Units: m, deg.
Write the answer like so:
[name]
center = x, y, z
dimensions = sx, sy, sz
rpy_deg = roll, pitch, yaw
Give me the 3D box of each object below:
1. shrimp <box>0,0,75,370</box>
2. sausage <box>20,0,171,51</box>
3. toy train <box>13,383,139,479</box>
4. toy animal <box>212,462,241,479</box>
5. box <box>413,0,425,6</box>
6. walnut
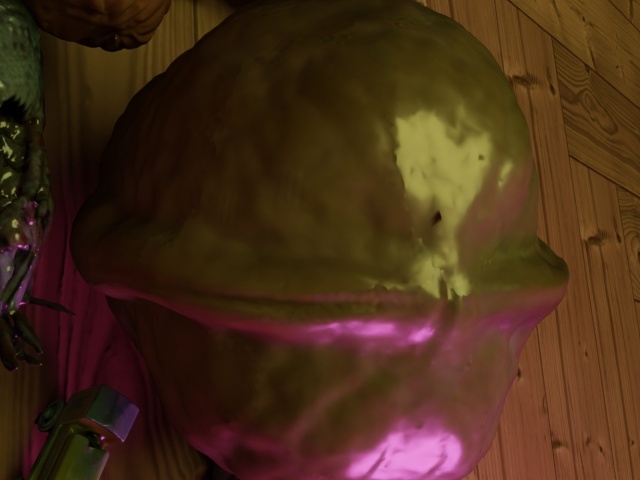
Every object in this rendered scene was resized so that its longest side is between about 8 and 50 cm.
[shrimp]
center = -0.244, -0.013, 0.566
dimensions = 0.172, 0.137, 0.372
rpy_deg = 42, 35, -60
[sausage]
center = -0.205, -0.282, 0.701
dimensions = 0.121, 0.121, 0.304
rpy_deg = 0, 62, -54
[toy train]
center = -0.180, 0.159, 0.656
dimensions = 0.050, 0.081, 0.122
rpy_deg = 44, 45, -28
[toy animal]
center = -0.038, 0.233, 0.804
dimensions = 0.168, 0.106, 0.343
rpy_deg = 46, 44, -23
[box]
center = 0.017, -0.127, 0.904
dimensions = 0.086, 0.225, 0.129
rpy_deg = 41, 47, -39
[walnut]
center = 0.000, 0.000, 0.671
dimensions = 0.381, 0.381, 0.381
rpy_deg = 24, 59, -48
